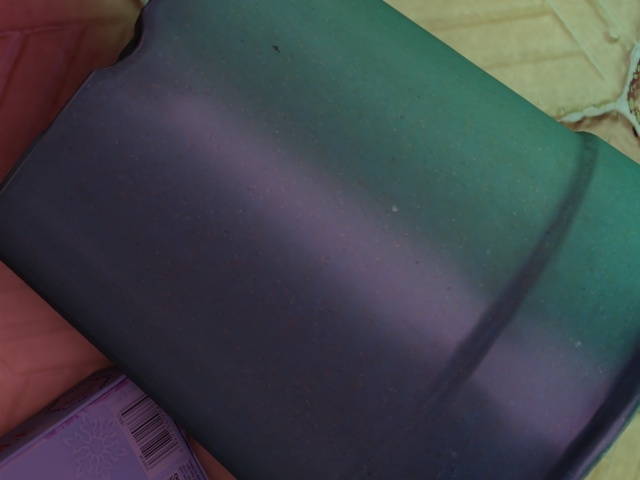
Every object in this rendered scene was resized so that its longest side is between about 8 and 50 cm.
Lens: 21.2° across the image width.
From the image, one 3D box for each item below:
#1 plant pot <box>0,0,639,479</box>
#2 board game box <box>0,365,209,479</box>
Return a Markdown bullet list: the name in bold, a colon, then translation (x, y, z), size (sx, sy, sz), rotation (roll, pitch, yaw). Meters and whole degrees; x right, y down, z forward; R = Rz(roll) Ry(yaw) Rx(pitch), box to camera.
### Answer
- **plant pot**: translation (0.000, 0.000, 1.027), size (0.334, 0.341, 0.341), rotation (39, 79, -8)
- **board game box**: translation (-0.159, 0.287, 1.037), size (0.318, 0.066, 0.318), rotation (-34, 102, -40)
